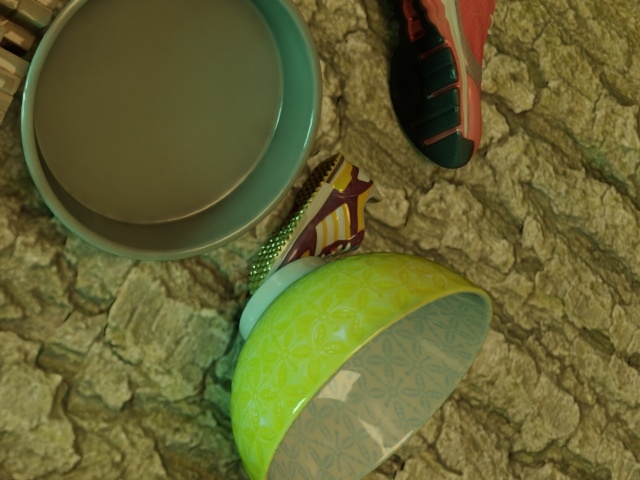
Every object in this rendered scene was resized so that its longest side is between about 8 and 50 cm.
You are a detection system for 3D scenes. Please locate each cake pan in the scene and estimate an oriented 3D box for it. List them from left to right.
[{"bbox_3d":[-0.137,-0.124,1.005,0.293,0.054,0.293,-13,119,-26],"label":"cake pan"}]

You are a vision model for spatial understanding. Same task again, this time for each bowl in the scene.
[{"bbox_3d":[0.012,0.108,1.057,0.289,0.289,0.156,-30,58,-28],"label":"bowl"}]

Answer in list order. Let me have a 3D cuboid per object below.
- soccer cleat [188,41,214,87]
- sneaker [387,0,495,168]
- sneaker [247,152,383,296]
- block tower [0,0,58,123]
[{"bbox_3d":[-0.162,-0.236,1.043,0.076,0.068,0.196,-22,93,-57],"label":"soccer cleat"},{"bbox_3d":[0.152,-0.239,1.201,0.136,0.116,0.314,-11,92,-31],"label":"sneaker"},{"bbox_3d":[0.000,0.000,1.125,0.084,0.069,0.185,38,70,-17],"label":"sneaker"},{"bbox_3d":[-0.300,-0.184,0.953,0.097,0.091,0.335,29,73,-26],"label":"block tower"}]
